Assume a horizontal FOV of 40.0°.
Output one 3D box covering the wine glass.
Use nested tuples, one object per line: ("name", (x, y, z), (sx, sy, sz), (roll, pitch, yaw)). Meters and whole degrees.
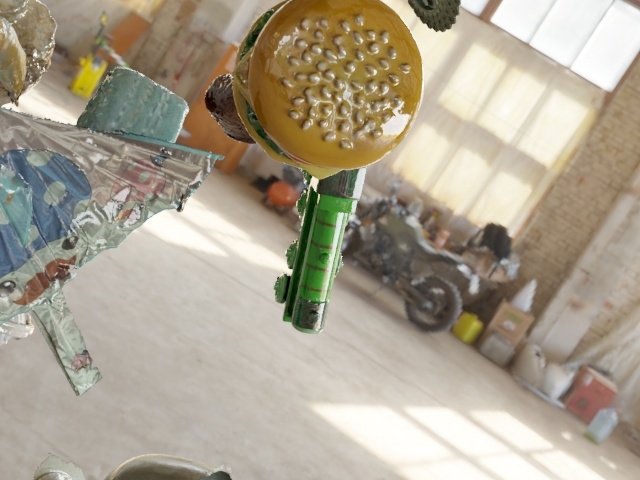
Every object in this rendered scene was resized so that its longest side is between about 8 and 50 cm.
("wine glass", (-0.290, 0.443, 1.359), (0.323, 0.237, 0.238), (-6, -6, 20))

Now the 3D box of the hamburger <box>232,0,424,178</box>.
("hamburger", (0.005, -0.132, 0.734), (0.162, 0.162, 0.115), (30, -1, -14))

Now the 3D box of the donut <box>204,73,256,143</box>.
("donut", (-0.071, -0.240, 1.268), (0.085, 0.217, 0.141), (36, 1, -39))

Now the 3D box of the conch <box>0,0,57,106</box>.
("conch", (-0.629, -0.317, 1.541), (0.297, 0.352, 0.210), (12, 20, -32))

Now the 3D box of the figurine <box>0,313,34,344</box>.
("figurine", (-0.569, 0.120, 1.469), (0.163, 0.141, 0.237), (28, -10, -35))

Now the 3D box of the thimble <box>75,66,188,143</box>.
("thimble", (-0.335, -0.166, 1.463), (0.143, 0.235, 0.198), (29, 13, -21))

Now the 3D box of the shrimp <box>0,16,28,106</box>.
("shrimp", (-0.484, -0.229, 1.160), (0.068, 0.185, 0.287), (42, 32, 5))

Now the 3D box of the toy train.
("toy train", (0.000, 0.000, 1.118), (0.085, 0.251, 0.119), (9, 14, -11))

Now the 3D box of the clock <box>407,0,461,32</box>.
("clock", (0.065, -0.171, 0.551), (0.083, 0.010, 0.074), (68, -19, -1))

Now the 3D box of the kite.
("kite", (-0.226, 0.020, 0.695), (0.014, 0.406, 0.368), (35, -30, 29))
